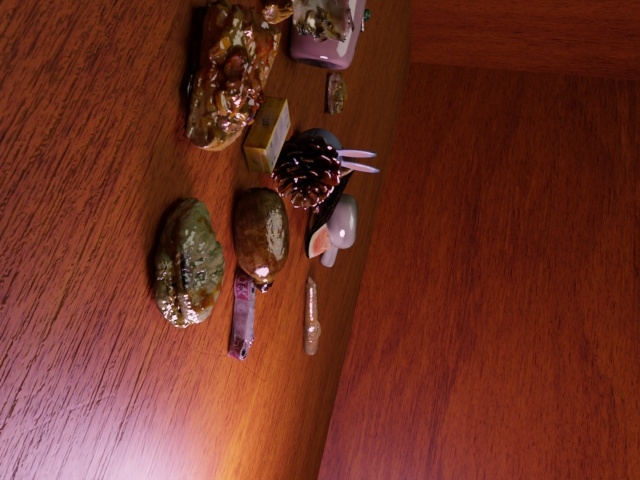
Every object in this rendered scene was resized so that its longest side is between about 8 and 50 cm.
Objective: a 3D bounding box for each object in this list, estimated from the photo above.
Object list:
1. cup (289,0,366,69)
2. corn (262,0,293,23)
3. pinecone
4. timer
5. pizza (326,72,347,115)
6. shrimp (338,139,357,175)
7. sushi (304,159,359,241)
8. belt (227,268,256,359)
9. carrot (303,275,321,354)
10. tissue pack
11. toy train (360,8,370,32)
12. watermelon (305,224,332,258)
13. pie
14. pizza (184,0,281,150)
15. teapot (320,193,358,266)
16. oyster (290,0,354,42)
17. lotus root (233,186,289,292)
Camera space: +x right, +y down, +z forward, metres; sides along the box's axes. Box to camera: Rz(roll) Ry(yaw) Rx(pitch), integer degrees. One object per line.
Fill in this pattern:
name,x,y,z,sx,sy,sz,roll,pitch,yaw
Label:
cup,0.004,-0.582,1.613,0.253,0.192,0.200,-148,-113,-69
corn,-0.086,-0.577,1.422,0.206,0.067,0.067,-65,160,-48
pinecone,-0.041,-0.179,1.592,0.208,0.208,0.207,9,90,-77
timer,0.028,-0.236,1.774,0.175,0.255,0.175,-49,161,-23
pizza,0.058,-0.510,2.093,0.182,0.063,0.161,73,31,-65
shrimp,0.012,-0.273,1.961,0.296,0.169,0.058,-124,-163,-55
sushi,0.016,-0.142,1.988,0.264,0.050,0.290,-63,-171,-24
belt,-0.195,0.186,1.501,0.071,0.053,0.232,-23,121,-76
carrot,-0.034,0.290,2.237,0.070,0.070,0.342,-57,151,-61
tissue pack,-0.130,-0.262,1.456,0.095,0.062,0.176,82,20,-57
toy train,0.111,-0.813,2.058,0.136,0.091,0.227,-57,154,-38
watermelon,0.000,0.000,2.079,0.125,0.094,0.135,-53,168,-69
pie,-0.243,0.051,1.128,0.201,0.090,0.247,-56,148,-55
pizza,-0.168,-0.342,1.166,0.277,0.114,0.408,93,11,-45
teapot,0.064,-0.024,2.243,0.220,0.149,0.318,-66,161,-73
oyster,-0.039,-0.630,1.381,0.201,0.107,0.354,-31,114,-36
lotus root,-0.143,-0.002,1.427,0.145,0.129,0.260,-18,108,-53
